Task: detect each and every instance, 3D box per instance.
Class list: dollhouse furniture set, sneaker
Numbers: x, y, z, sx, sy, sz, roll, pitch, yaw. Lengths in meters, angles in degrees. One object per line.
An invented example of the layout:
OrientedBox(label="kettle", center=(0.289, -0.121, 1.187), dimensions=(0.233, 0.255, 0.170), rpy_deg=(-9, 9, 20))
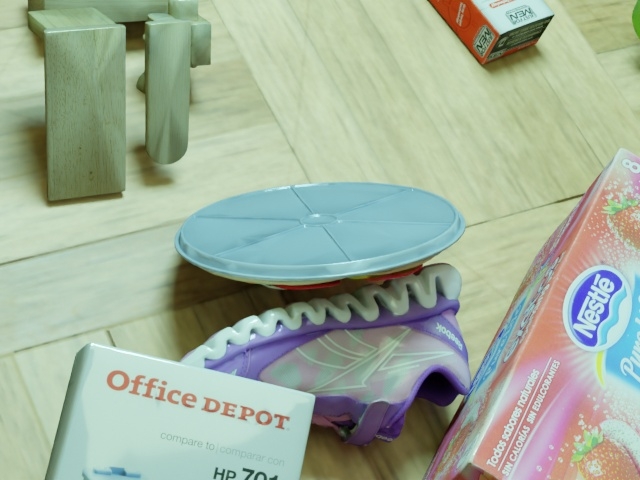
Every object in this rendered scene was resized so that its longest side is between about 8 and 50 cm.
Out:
OrientedBox(label="dollhouse furniture set", center=(-0.158, -0.122, 1.027), dimensions=(0.144, 0.123, 0.151), rpy_deg=(-8, 26, -25))
OrientedBox(label="sneaker", center=(0.008, 0.093, 0.909), dimensions=(0.236, 0.095, 0.104), rpy_deg=(-14, 78, -26))

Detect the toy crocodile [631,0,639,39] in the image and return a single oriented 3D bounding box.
OrientedBox(label="toy crocodile", center=(0.412, -0.115, 1.188), dimensions=(0.340, 0.105, 0.115), rpy_deg=(45, 54, 12))

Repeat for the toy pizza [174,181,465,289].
OrientedBox(label="toy pizza", center=(0.000, 0.000, 0.940), dimensions=(0.201, 0.032, 0.201), rpy_deg=(-3, 18, 1))

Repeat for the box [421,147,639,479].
OrientedBox(label="box", center=(0.186, 0.104, 0.925), dimensions=(0.142, 0.154, 0.300), rpy_deg=(31, 53, 3))

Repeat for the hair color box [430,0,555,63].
OrientedBox(label="hair color box", center=(0.133, -0.228, 1.199), dimensions=(0.072, 0.043, 0.141), rpy_deg=(-23, 67, -32))

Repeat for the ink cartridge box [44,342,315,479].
OrientedBox(label="ink cartridge box", center=(-0.093, 0.168, 0.782), dimensions=(0.139, 0.082, 0.190), rpy_deg=(14, 78, -11))
